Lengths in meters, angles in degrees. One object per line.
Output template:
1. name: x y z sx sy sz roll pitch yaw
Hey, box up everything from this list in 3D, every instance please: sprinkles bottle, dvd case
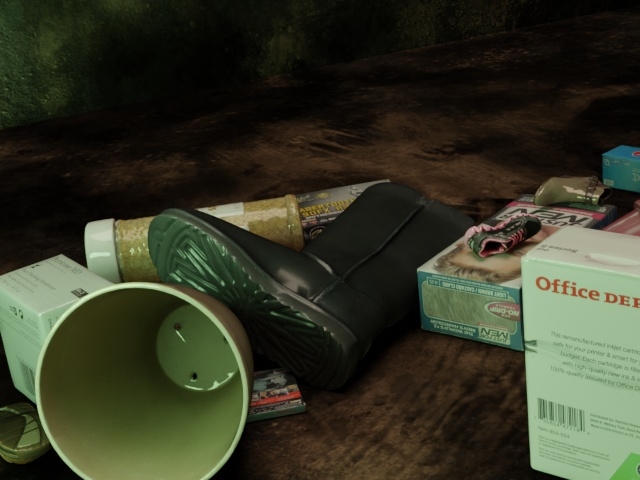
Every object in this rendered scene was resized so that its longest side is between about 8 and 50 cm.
1. sprinkles bottle: -0.207 0.005 1.836 0.355 0.121 0.121 -8 21 -4
2. dvd case: -0.073 0.209 1.511 0.087 0.013 0.119 -10 23 -8

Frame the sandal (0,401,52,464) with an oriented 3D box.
1. sandal: -0.393 0.258 1.433 0.090 0.060 0.219 -13 7 -31

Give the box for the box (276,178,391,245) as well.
1. box: 0.046 -0.047 2.068 0.231 0.056 0.183 -10 22 -9

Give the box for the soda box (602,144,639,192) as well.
1. soda box: 0.640 -0.127 2.079 0.071 0.067 0.210 -24 27 -38

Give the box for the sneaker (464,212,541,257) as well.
1. sneaker: 0.275 -0.002 1.624 0.119 0.047 0.057 -17 30 -6

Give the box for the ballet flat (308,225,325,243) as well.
1. ballet flat: 0.039 0.020 1.882 0.074 0.074 0.203 -17 24 -26

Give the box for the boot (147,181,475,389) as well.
1. boot: 0.002 0.001 1.696 0.367 0.146 0.445 37 41 11

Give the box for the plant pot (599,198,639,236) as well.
1. plant pot: 0.440 0.051 1.545 0.180 0.201 0.201 -21 20 7

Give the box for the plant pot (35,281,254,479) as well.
1. plant pot: -0.189 0.161 1.404 0.256 0.257 0.274 -3 6 9

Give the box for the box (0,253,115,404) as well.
1. box: -0.360 0.138 1.546 0.119 0.182 0.181 -22 26 -33

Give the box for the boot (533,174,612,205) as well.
1. boot: 0.409 -0.075 1.770 0.087 0.042 0.118 23 41 36

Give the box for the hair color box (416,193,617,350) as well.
1. hair color box: 0.314 0.038 1.707 0.173 0.105 0.347 9 27 35

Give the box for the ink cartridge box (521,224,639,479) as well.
1. ink cartridge box: 0.337 0.136 1.219 0.198 0.273 0.114 11 27 37
